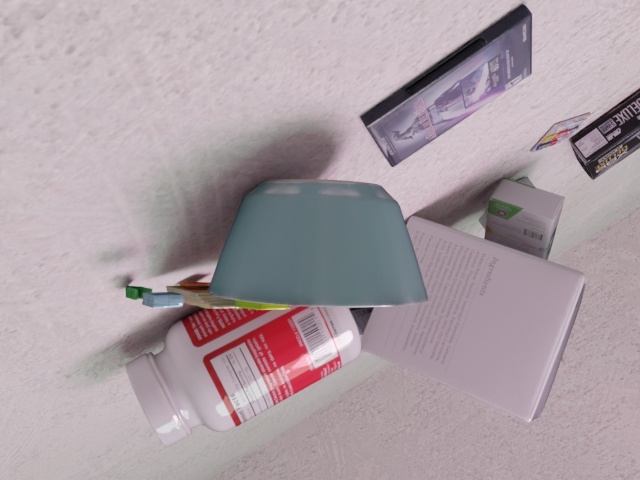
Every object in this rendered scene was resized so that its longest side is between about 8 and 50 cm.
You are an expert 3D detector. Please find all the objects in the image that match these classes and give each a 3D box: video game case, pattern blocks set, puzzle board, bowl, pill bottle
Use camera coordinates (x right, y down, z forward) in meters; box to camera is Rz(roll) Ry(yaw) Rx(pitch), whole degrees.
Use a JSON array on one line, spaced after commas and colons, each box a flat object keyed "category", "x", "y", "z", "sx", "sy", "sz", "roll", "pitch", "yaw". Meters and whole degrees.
[{"category": "video game case", "x": 0.201, "y": -0.224, "z": 1.060, "sx": 0.274, "sy": 0.026, "sz": 0.196, "roll": -35, "pitch": 161, "yaw": 7}, {"category": "pattern blocks set", "x": -0.134, "y": 0.088, "z": 1.084, "sx": 0.324, "sy": 0.026, "sz": 0.285, "roll": 2, "pitch": 180, "yaw": -24}, {"category": "puzzle board", "x": 0.545, "y": -0.243, "z": 1.567, "sx": 0.128, "sy": 0.011, "sz": 0.096, "roll": -20, "pitch": 159, "yaw": -31}, {"category": "bowl", "x": 0.000, "y": 0.000, "z": 0.990, "sx": 0.311, "sy": 0.163, "sz": 0.311, "roll": 3, "pitch": 180, "yaw": 0}, {"category": "pill bottle", "x": -0.146, "y": 0.216, "z": 1.323, "sx": 0.407, "sy": 0.229, "sz": 0.229, "roll": -27, "pitch": 161, "yaw": -13}]

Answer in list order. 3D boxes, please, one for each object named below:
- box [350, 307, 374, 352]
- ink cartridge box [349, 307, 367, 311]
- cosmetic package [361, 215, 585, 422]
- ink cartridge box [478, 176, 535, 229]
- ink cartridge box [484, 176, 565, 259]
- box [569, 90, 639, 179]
[{"category": "box", "x": 0.098, "y": 0.231, "z": 1.761, "sx": 0.137, "sy": 0.072, "sz": 0.126, "roll": -4, "pitch": 148, "yaw": -45}, {"category": "ink cartridge box", "x": 0.070, "y": 0.174, "z": 1.787, "sx": 0.307, "sy": 0.072, "sz": 0.303, "roll": -33, "pitch": 158, "yaw": 16}, {"category": "cosmetic package", "x": 0.358, "y": 0.181, "z": 1.586, "sx": 0.328, "sy": 0.393, "sz": 0.329, "roll": -68, "pitch": 157, "yaw": -4}, {"category": "ink cartridge box", "x": 0.499, "y": -0.068, "z": 1.795, "sx": 0.061, "sy": 0.104, "sz": 0.181, "roll": -21, "pitch": 160, "yaw": -29}, {"category": "ink cartridge box", "x": 0.487, "y": -0.030, "z": 1.679, "sx": 0.093, "sy": 0.154, "sz": 0.212, "roll": -52, "pitch": 152, "yaw": -33}, {"category": "box", "x": 0.776, "y": -0.286, "z": 1.711, "sx": 0.307, "sy": 0.077, "sz": 0.242, "roll": -37, "pitch": 161, "yaw": 16}]
